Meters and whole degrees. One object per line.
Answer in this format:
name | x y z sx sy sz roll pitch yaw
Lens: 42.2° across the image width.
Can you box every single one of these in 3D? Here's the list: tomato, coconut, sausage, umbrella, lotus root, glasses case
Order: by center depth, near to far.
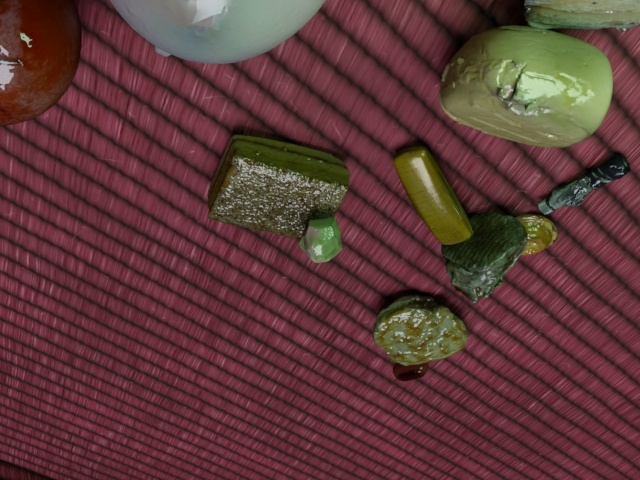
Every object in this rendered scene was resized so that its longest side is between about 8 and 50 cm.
lotus root | 0.463 -0.379 1.209 0.329 0.078 0.167 1 164 1
tomato | -0.485 -0.307 1.238 0.265 0.265 0.265 2 142 2
coconut | 0.000 0.000 1.550 0.081 0.082 0.083 -12 161 3
umbrella | 0.498 -0.099 1.571 0.188 0.046 0.050 -34 85 38
glasses case | 0.214 -0.084 1.582 0.079 0.064 0.234 -13 127 32
sausage | 0.231 0.326 2.124 0.094 0.054 0.059 -17 137 25

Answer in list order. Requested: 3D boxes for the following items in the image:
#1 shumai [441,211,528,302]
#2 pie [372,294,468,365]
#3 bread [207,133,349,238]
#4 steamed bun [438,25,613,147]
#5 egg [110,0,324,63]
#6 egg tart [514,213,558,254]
shumai | 0.340 0.043 1.655 0.184 0.184 0.142 -17 132 24
pie | 0.239 0.212 1.955 0.201 0.090 0.248 -27 134 18
bread | -0.082 -0.101 1.577 0.234 0.110 0.184 14 137 -15
steamed bun | 0.313 -0.248 1.276 0.232 0.166 0.273 18 180 -8
egg | -0.135 -0.383 1.041 0.354 0.340 0.354 1 142 1
egg tart | 0.425 -0.001 1.702 0.129 0.049 0.129 3 143 2
